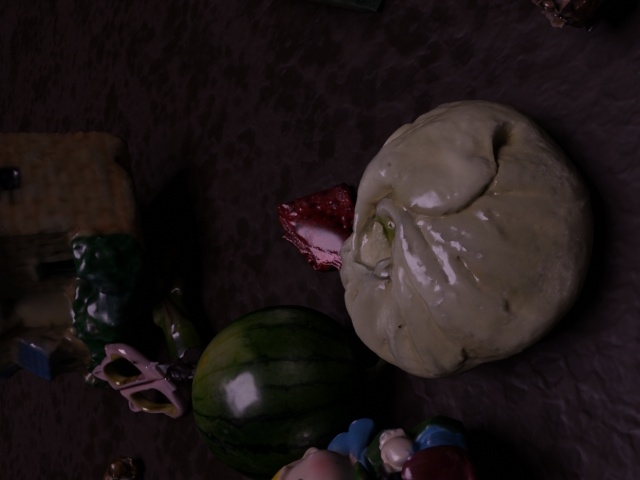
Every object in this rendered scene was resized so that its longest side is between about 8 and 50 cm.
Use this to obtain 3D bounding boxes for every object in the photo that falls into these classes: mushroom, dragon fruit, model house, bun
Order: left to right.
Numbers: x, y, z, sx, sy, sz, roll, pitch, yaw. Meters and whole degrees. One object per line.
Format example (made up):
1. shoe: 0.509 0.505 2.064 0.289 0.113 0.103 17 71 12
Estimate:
1. model house: -0.473 0.033 1.172 0.382 0.343 0.334 119 142 -51
2. mushroom: -0.310 0.439 1.195 0.060 0.061 0.187 -29 65 39
3. dragon fruit: -0.003 -0.001 0.880 0.097 0.063 0.131 -45 51 42
4. bun: 0.112 -0.003 0.667 0.259 0.160 0.259 -13 72 47

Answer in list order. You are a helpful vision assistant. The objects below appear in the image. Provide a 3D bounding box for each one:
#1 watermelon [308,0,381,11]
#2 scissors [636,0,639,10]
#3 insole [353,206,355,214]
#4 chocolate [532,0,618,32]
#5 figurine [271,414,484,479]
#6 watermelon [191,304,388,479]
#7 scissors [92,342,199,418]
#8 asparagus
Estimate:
1. watermelon: -0.027 -0.381 0.951 0.257 0.140 0.193 14 99 61
2. scissors: 0.263 -0.261 0.637 0.088 0.017 0.220 -25 65 44
3. insole: 0.068 0.016 0.840 0.053 0.002 0.152 -59 44 26
4. chocolate: 0.291 -0.297 0.561 0.329 0.065 0.102 -48 37 28
5. figurine: 0.028 0.236 0.652 0.234 0.185 0.127 -16 88 7
6. watermelon: -0.029 0.162 0.802 0.188 0.215 0.188 -7 -90 -86
7. scissors: -0.222 0.195 1.077 0.317 0.160 0.024 -22 24 45
8. asparagus: -0.235 0.069 1.155 0.080 0.080 0.287 -51 51 33
